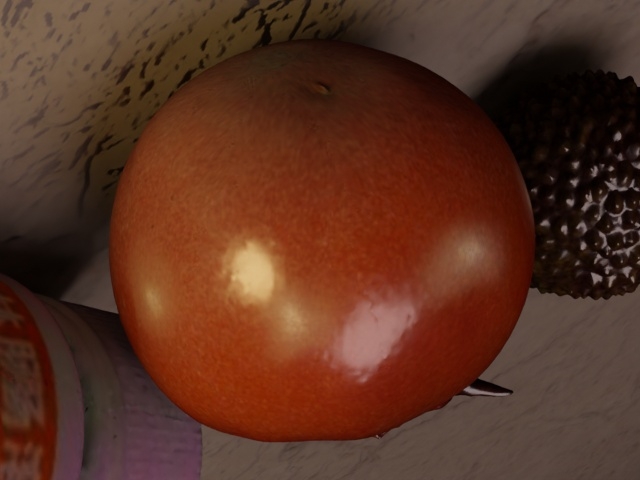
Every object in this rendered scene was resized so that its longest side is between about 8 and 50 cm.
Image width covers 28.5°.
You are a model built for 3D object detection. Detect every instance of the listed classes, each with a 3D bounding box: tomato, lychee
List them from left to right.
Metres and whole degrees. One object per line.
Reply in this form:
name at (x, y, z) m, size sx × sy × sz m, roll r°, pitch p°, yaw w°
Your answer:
tomato at (0.000, 0.000, 0.764) m, size 0.255 × 0.256 × 0.225 m, roll -20°, pitch 132°, yaw -23°
lychee at (0.206, -0.046, 0.977) m, size 0.188 × 0.188 × 0.188 m, roll -25°, pitch 151°, yaw -15°

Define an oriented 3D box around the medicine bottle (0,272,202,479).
medicine bottle at (-0.255, 0.110, 0.695) m, size 0.219 × 0.219 × 0.388 m, roll -43°, pitch 149°, yaw 17°
